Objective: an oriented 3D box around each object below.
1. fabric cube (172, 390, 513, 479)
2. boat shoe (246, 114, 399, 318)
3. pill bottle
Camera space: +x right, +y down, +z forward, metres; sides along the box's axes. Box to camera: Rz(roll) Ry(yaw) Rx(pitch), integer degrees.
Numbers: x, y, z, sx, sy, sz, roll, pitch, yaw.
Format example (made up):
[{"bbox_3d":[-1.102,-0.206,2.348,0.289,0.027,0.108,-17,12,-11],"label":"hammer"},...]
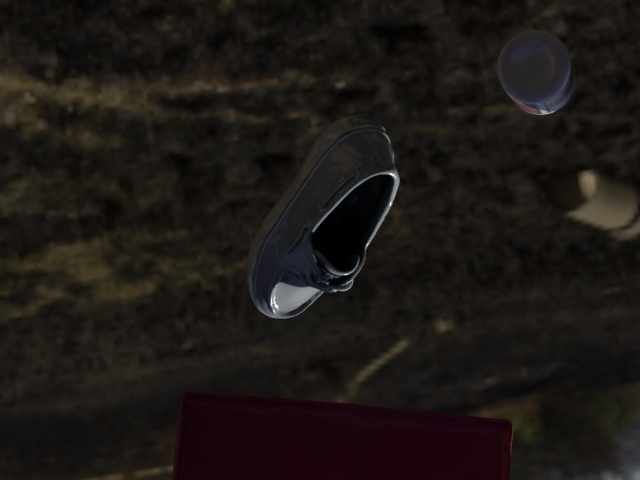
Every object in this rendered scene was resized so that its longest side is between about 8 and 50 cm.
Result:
[{"bbox_3d":[-0.001,0.267,1.168,0.254,0.259,0.258,7,168,-5],"label":"fabric cube"},{"bbox_3d":[0.001,0.000,1.249,0.079,0.081,0.227,4,133,-28],"label":"boat shoe"},{"bbox_3d":[0.258,-0.196,1.740,0.086,0.086,0.152,-11,175,12],"label":"pill bottle"}]
